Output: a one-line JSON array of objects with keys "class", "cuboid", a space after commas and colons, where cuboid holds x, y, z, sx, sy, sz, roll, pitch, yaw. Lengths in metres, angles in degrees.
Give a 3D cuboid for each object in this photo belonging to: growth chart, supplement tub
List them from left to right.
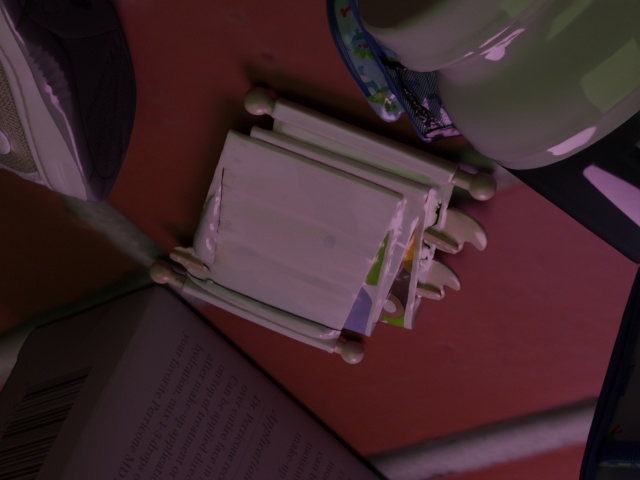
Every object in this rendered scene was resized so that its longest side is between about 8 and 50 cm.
[{"class": "growth chart", "cuboid": [0.000, 0.000, 1.148, 0.172, 0.021, 0.237, 26, 144, -4]}, {"class": "supplement tub", "cuboid": [0.171, -0.078, 0.798, 0.272, 0.191, 0.191, 34, 143, -20]}]

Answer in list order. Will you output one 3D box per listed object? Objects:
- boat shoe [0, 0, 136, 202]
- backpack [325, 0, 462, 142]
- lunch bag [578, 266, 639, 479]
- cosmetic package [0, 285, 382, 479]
[{"class": "boat shoe", "cuboid": [-0.175, -0.138, 0.994, 0.103, 0.118, 0.320, 8, 148, 14]}, {"class": "backpack", "cuboid": [0.052, -0.115, 0.903, 0.084, 0.105, 0.114, -5, 130, 32]}, {"class": "lunch bag", "cuboid": [0.288, 0.105, 0.932, 0.303, 0.243, 0.115, 6, 141, 24]}, {"class": "cosmetic package", "cuboid": [-0.045, 0.267, 1.336, 0.161, 0.230, 0.453, -20, 125, 44]}]
